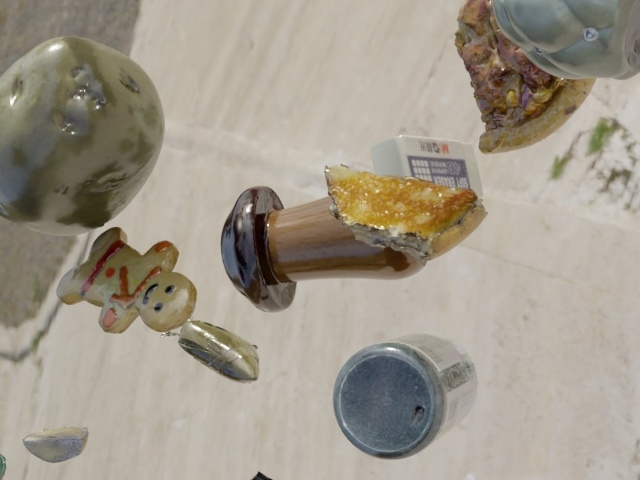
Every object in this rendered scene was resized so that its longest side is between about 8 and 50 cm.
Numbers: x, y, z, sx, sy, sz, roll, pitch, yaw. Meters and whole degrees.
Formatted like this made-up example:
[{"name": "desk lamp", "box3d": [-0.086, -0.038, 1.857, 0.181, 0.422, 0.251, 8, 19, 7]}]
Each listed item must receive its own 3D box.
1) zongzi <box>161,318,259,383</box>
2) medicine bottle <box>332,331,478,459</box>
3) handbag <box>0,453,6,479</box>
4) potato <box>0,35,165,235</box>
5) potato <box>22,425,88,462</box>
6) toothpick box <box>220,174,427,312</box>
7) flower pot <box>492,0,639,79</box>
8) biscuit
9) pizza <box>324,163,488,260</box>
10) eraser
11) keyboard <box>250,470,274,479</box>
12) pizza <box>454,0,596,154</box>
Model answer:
[{"name": "zongzi", "box3d": [-0.198, 0.201, 1.908, 0.081, 0.189, 0.178, -62, 7, -1]}, {"name": "medicine bottle", "box3d": [0.125, 0.192, 1.354, 0.293, 0.141, 0.141, 0, -71, -71]}, {"name": "handbag", "box3d": [-0.624, 0.365, 1.559, 0.089, 0.238, 0.326, -54, 7, 7]}, {"name": "potato", "box3d": [-0.354, -0.130, 1.436, 0.221, 0.243, 0.326, 60, 140, 11]}, {"name": "potato", "box3d": [-0.324, 0.258, 1.305, 0.037, 0.093, 0.036, -38, -61, -64]}, {"name": "toothpick box", "box3d": [0.000, 0.000, 1.520, 0.294, 0.192, 0.192, -9, 58, 18]}, {"name": "flower pot", "box3d": [0.321, -0.311, 1.223, 0.195, 0.246, 0.246, 33, 110, 31]}, {"name": "biscuit", "box3d": [-0.260, 0.058, 1.434, 0.234, 0.030, 0.153, 25, 73, 39]}, {"name": "pizza", "box3d": [0.087, -0.029, 1.284, 0.147, 0.226, 0.069, -55, -32, -48]}, {"name": "eraser", "box3d": [0.219, -0.138, 2.096, 0.081, 0.279, 0.124, -18, 80, 38]}, {"name": "keyboard", "box3d": [-0.026, 0.400, 1.484, 0.060, 0.195, 0.018, -41, -29, -46]}, {"name": "pizza", "box3d": [0.342, -0.327, 1.705, 0.278, 0.114, 0.409, 48, 129, 22]}]
